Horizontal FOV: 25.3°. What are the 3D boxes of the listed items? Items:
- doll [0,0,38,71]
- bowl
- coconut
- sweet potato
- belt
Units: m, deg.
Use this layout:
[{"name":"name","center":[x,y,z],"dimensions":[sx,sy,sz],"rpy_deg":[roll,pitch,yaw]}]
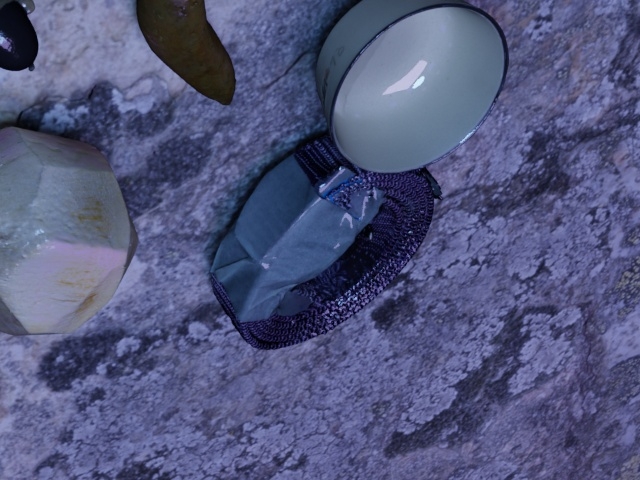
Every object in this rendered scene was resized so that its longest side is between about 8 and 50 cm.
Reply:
[{"name":"doll","center":[-0.347,-0.232,1.413],"dimensions":[0.102,0.089,0.179],"rpy_deg":[-41,116,6]},{"name":"bowl","center":[0.092,-0.208,1.697],"dimensions":[0.237,0.126,0.238],"rpy_deg":[-19,138,-19]},{"name":"coconut","center":[-0.311,-0.008,1.560],"dimensions":[0.237,0.197,0.237],"rpy_deg":[-22,139,-20]},{"name":"sweet potato","center":[-0.147,-0.268,1.521],"dimensions":[0.108,0.079,0.346],"rpy_deg":[-43,148,-37]},{"name":"belt","center":[0.000,0.000,1.845],"dimensions":[0.325,0.122,0.260],"rpy_deg":[-46,146,16]}]
